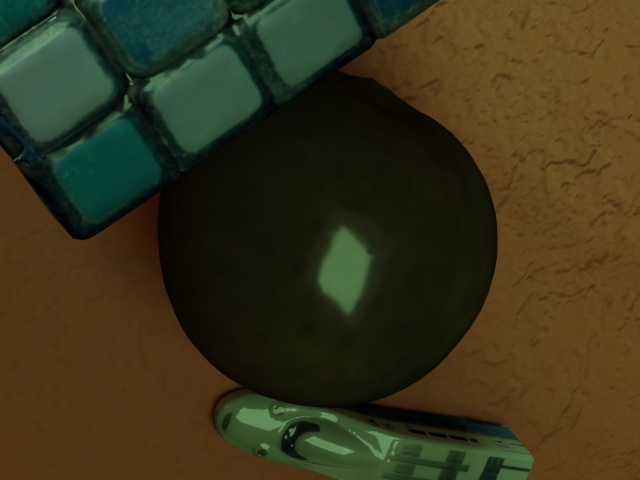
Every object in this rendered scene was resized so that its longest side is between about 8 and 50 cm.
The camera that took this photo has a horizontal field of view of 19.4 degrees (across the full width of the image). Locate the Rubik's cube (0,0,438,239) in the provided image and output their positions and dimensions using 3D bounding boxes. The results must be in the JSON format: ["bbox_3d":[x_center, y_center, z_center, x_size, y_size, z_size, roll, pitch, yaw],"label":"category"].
[{"bbox_3d":[-0.105,-0.232,0.854,0.287,0.293,0.292,-34,130,-4],"label":"Rubik's cube"}]

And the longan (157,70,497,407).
[{"bbox_3d":[0.000,0.000,1.108,0.196,0.196,0.220,-49,130,7],"label":"longan"}]

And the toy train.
[{"bbox_3d":[0.036,0.143,1.291,0.234,0.051,0.052,12,108,-30],"label":"toy train"}]
